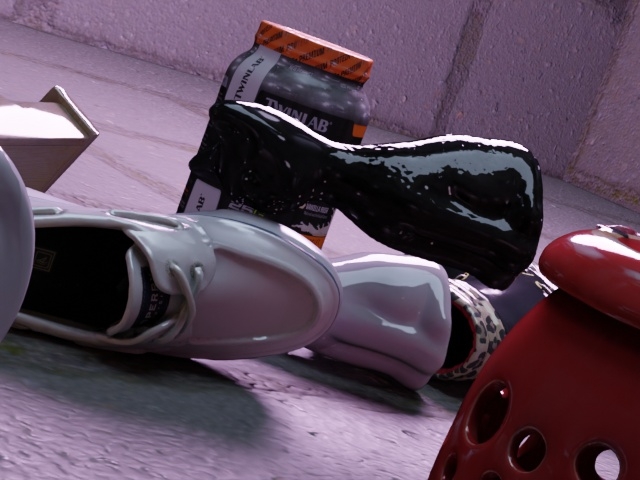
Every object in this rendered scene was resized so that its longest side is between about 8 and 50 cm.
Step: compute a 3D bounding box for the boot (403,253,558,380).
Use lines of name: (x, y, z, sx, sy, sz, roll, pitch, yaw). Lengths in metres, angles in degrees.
boot: (0.100, 0.048, 1.307, 0.178, 0.085, 0.236, 9, 14, -43)

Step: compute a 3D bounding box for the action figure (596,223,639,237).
action figure: (0.372, 0.043, 1.424, 0.370, 0.248, 0.276, 20, 7, -20)

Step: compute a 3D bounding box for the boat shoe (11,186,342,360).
boat shoe: (-0.105, 0.028, 0.972, 0.258, 0.095, 0.084, 7, 16, -17)

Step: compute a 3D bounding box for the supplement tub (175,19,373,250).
supplement tub: (-0.034, -0.064, 1.331, 0.117, 0.190, 0.117, 19, 9, -3)

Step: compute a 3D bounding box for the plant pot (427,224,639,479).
plant pot: (0.159, 0.096, 0.835, 0.191, 0.174, 0.191, 18, 10, -3)

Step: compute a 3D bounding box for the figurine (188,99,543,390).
figurine: (0.000, 0.000, 1.098, 0.209, 0.215, 0.092, 14, 52, -16)

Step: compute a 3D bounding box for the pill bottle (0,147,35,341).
pill bottle: (-0.248, -0.027, 0.765, 0.245, 0.136, 0.136, 27, 11, 40)

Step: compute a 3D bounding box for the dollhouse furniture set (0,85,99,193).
dollhouse furniture set: (-0.278, -0.116, 1.063, 0.242, 0.212, 0.161, 49, 17, 11)
